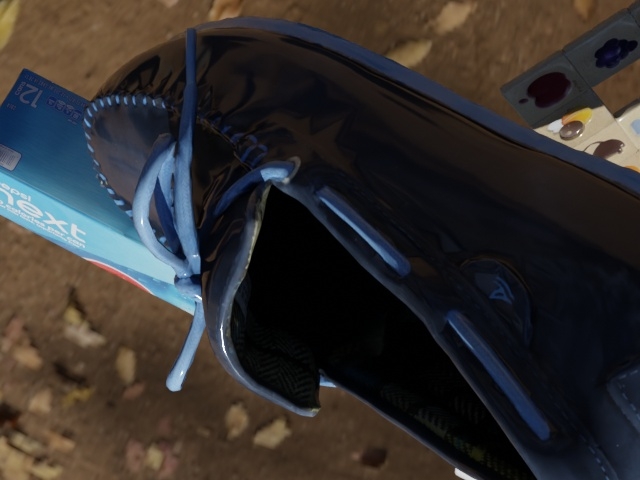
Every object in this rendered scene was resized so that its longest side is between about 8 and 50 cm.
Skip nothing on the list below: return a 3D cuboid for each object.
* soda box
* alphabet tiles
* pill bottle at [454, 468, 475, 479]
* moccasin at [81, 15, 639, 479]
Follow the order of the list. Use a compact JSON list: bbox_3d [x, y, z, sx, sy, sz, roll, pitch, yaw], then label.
[{"bbox_3d":[-0.098,-0.014,1.001,0.210,0.067,0.071,28,158,1],"label":"soda box"},{"bbox_3d":[0.232,-0.085,0.979,0.198,0.009,0.237,-32,145,14],"label":"alphabet tiles"},{"bbox_3d":[0.155,0.115,0.823,0.169,0.094,0.094,24,118,10],"label":"pill bottle"},{"bbox_3d":[0.000,0.000,0.626,0.342,0.117,0.137,19,141,50],"label":"moccasin"}]
